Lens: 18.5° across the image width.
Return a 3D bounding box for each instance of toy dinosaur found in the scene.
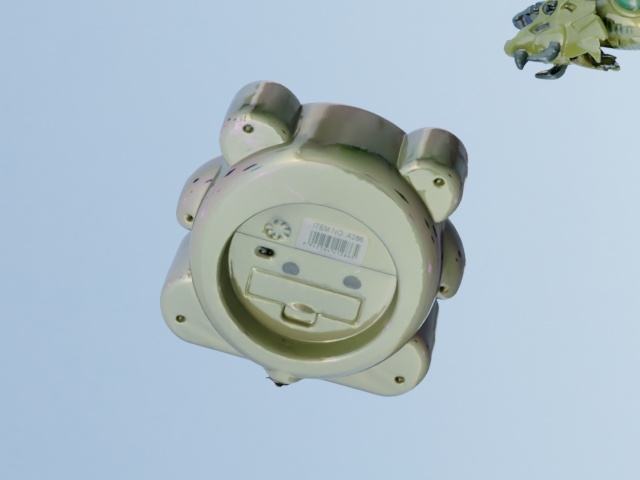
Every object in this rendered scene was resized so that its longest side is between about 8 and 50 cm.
[{"bbox_3d":[0.310,-0.220,1.887,0.094,0.259,0.153,55,-132,-52],"label":"toy dinosaur"}]

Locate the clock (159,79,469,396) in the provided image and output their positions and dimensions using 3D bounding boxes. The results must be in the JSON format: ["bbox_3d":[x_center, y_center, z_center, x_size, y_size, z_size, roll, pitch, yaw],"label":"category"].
[{"bbox_3d":[0.000,0.000,1.900,0.114,0.284,0.309,-72,-2,-50],"label":"clock"}]
